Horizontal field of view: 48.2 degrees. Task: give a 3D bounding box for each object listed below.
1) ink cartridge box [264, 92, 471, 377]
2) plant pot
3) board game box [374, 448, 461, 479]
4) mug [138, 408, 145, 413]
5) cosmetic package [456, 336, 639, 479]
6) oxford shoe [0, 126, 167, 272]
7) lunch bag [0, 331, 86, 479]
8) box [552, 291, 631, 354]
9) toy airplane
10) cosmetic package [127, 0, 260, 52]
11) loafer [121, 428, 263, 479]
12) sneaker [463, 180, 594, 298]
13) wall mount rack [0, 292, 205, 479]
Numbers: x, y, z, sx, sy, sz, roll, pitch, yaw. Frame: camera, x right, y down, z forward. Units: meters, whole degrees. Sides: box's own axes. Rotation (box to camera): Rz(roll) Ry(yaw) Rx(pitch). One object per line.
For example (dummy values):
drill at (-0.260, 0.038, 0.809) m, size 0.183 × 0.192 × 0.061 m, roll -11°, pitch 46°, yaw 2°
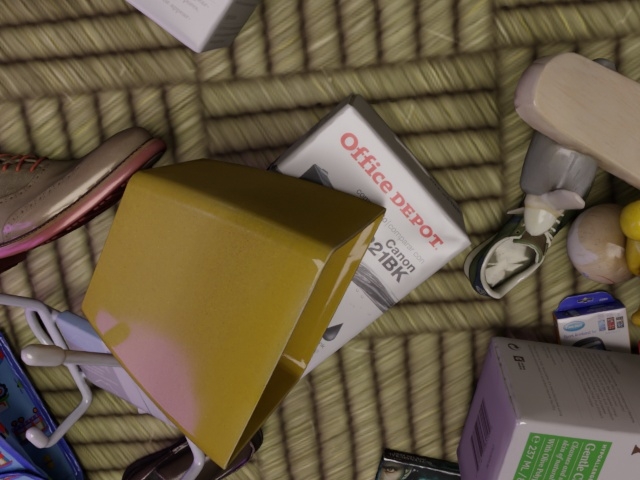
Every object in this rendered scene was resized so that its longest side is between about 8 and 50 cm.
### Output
ink cartridge box at (0.000, 0.000, 0.797) m, size 0.273 × 0.114 × 0.197 m, roll -41°, pitch 100°, yaw 14°
plant pot at (-0.086, 0.034, 0.657) m, size 0.187 × 0.212 × 0.212 m, roll 29°, pitch 108°, yaw 9°
board game box at (0.160, 0.351, 0.946) m, size 0.186 × 0.026 × 0.126 m, roll 11°, pitch 109°, yaw 0°
mug at (-0.193, 0.181, 0.898) m, size 0.064 × 0.062 × 0.078 m, roll 3°, pitch 119°, yaw -5°
cosmetic package at (0.360, 0.244, 0.810) m, size 0.365 × 0.155 × 0.197 m, roll 7°, pitch 118°, yaw -1°
oxford shoe at (-0.338, -0.052, 0.802) m, size 0.348 × 0.123 × 0.130 m, roll -28°, pitch 99°, yaw 11°
lunch bag at (-0.452, 0.294, 0.933) m, size 0.221 × 0.138 × 0.293 m, roll -21°, pitch 117°, yaw 9°
box at (0.330, 0.130, 0.864) m, size 0.081 × 0.028 × 0.136 m, roll -12°, pitch 109°, yaw 8°
toy airplane at (0.358, -0.043, 0.692) m, size 0.272 × 0.384 × 0.386 m, roll -23°, pitch 100°, yaw 52°
cosmetic package at (-0.112, -0.302, 0.689) m, size 0.151 × 0.151 × 0.184 m, roll 36°, pitch 106°, yaw -7°
loafer at (-0.169, 0.300, 0.923) m, size 0.220 × 0.078 × 0.080 m, roll -33°, pitch 103°, yaw 13°
sneaker at (0.238, -0.009, 0.793) m, size 0.064 × 0.086 × 0.192 m, roll 38°, pitch 106°, yaw -8°
wall mount rack at (-0.260, 0.143, 0.755) m, size 0.350 × 0.130 × 0.304 m, roll 16°, pitch 137°, yaw 31°
